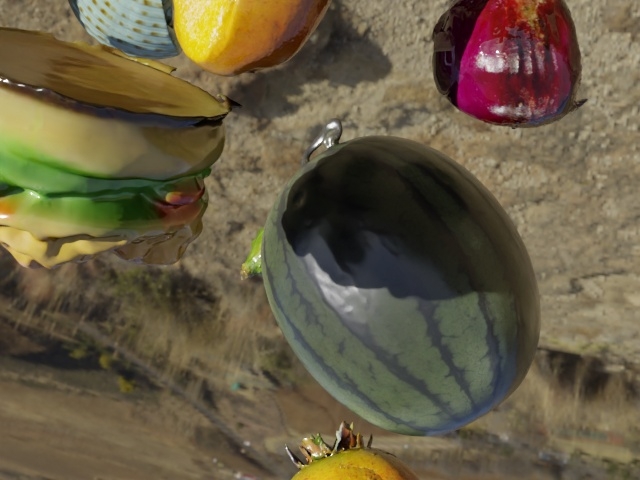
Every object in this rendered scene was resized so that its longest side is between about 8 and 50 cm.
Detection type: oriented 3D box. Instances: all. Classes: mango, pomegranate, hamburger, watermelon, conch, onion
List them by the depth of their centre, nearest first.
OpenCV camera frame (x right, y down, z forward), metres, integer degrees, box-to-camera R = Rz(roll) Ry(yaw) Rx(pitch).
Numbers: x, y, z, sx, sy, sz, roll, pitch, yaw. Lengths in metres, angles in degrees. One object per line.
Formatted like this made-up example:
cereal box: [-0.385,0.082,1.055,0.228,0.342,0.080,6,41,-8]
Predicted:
hamburger: [-0.189,-0.061,0.633,0.237,0.149,0.237,17,-161,-6]
mango: [-0.047,-0.243,0.724,0.141,0.217,0.102,36,-154,34]
onion: [0.173,-0.206,0.840,0.135,0.173,0.198,-17,118,0]
watermelon: [0.080,0.036,0.941,0.359,0.278,0.279,53,157,11]
conch: [-0.231,-0.295,0.986,0.131,0.172,0.200,-4,180,0]
pomegranate: [0.041,0.358,1.110,0.210,0.235,0.210,-18,166,-5]

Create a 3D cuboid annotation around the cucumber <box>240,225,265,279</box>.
cucumber: [-0.002,-0.003,1.175,0.244,0.134,0.134,-22,165,-21]
